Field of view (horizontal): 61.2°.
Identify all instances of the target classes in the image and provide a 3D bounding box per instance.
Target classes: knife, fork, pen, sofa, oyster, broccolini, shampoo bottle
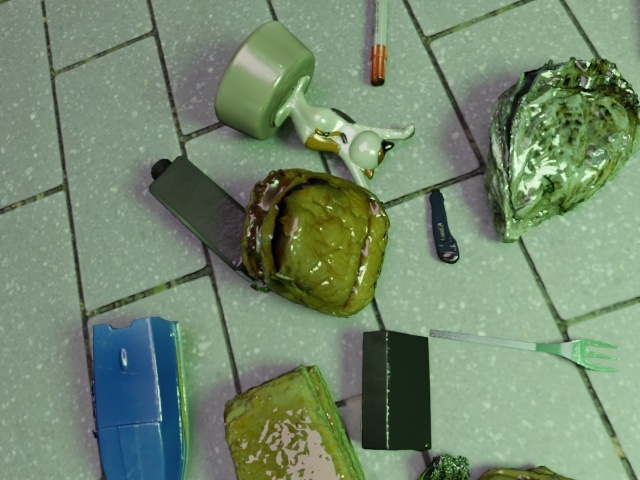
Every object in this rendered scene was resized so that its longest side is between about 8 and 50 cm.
[{"bbox_3d":[0.175,-0.023,0.775,0.031,0.018,0.121,-11,68,16],"label":"knife"},{"bbox_3d":[0.260,0.137,0.699,0.234,0.021,0.039,5,70,14],"label":"fork"},{"bbox_3d":[0.100,-0.366,0.906,0.028,0.028,0.239,-1,71,13],"label":"pen"},{"bbox_3d":[0.095,0.195,0.700,0.060,0.085,0.147,-21,61,50],"label":"sofa"},{"bbox_3d":[0.316,-0.136,0.745,0.267,0.112,0.199,-32,88,-8],"label":"oyster"},{"bbox_3d":[0.115,0.340,0.653,0.054,0.052,0.194,33,81,-14],"label":"broccolini"},{"bbox_3d":[-0.171,-0.044,0.828,0.246,0.080,0.079,40,83,22],"label":"shampoo bottle"}]

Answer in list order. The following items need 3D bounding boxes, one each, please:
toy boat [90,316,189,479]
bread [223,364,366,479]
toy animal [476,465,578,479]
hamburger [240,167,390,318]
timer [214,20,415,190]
[{"bbox_3d":[-0.245,0.259,0.744,0.129,0.088,0.296,-10,80,9],"label":"toy boat"},{"bbox_3d":[-0.035,0.262,0.681,0.138,0.102,0.196,-23,66,1],"label":"bread"},{"bbox_3d":[0.191,0.352,0.623,0.275,0.054,0.149,-19,70,5],"label":"toy animal"},{"bbox_3d":[0.000,0.000,0.719,0.206,0.130,0.183,19,80,-21],"label":"hamburger"},{"bbox_3d":[-0.004,-0.183,0.820,0.266,0.175,0.175,35,82,5],"label":"timer"}]
